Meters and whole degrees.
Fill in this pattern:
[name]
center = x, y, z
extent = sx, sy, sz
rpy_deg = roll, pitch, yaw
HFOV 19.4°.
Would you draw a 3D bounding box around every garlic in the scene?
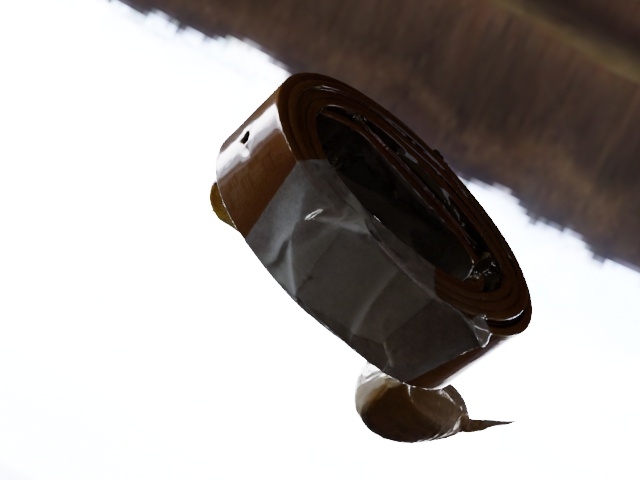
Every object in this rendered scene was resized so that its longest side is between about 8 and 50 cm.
[garlic]
center = 0.127, 0.202, 2.304
extent = 0.198, 0.090, 0.129
rpy_deg = 35, -38, -31

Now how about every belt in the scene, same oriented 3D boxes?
[belt]
center = 0.041, -0.006, 1.425
extent = 0.261, 0.184, 0.105
rpy_deg = 49, -58, -1

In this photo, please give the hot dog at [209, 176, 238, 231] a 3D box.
[hot dog]
center = 0.000, 0.001, 2.129
extent = 0.289, 0.068, 0.083
rpy_deg = 30, -38, 18
